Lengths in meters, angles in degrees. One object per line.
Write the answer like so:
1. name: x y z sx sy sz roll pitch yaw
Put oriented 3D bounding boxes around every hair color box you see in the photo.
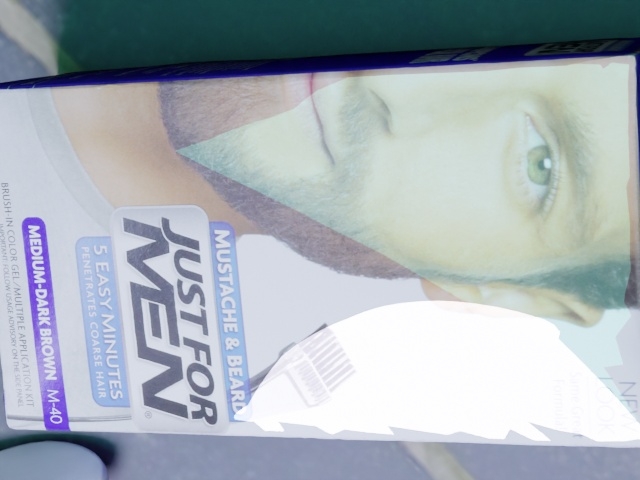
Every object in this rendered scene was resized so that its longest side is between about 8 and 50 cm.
1. hair color box: 0.000 0.000 0.736 0.339 0.110 0.185 -2 100 17

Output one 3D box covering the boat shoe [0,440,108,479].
1. boat shoe: -0.188 0.154 0.869 0.142 0.049 0.040 -8 132 18
